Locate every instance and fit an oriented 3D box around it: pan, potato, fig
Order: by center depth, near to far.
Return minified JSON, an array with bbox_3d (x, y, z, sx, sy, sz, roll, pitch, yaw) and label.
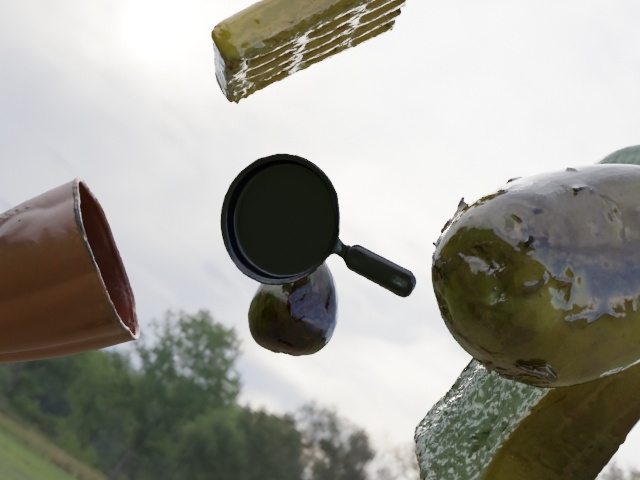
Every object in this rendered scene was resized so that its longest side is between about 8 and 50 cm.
[{"bbox_3d":[0.151,0.020,0.740,0.175,0.137,0.137,-4,-7,-15],"label":"potato"},{"bbox_3d":[0.000,0.000,1.217,0.235,0.136,0.028,28,6,26],"label":"pan"},{"bbox_3d":[-0.026,0.063,1.452,0.103,0.155,0.109,-3,-18,40],"label":"fig"}]

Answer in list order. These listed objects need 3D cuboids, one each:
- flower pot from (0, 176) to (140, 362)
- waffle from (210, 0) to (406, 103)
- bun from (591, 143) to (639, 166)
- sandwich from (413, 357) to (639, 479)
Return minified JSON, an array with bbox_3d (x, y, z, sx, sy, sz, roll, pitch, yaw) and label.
[{"bbox_3d":[-0.306,0.049,1.308,0.190,0.173,0.191,159,-90,-90],"label":"flower pot"},{"bbox_3d":[-0.012,-0.231,1.296,0.055,0.221,0.248,64,-5,1],"label":"waffle"},{"bbox_3d":[0.389,-0.008,1.451,0.221,0.221,0.108,29,-28,19],"label":"bun"},{"bbox_3d":[0.175,0.123,0.989,0.087,0.251,0.226,31,16,-13],"label":"sandwich"}]
